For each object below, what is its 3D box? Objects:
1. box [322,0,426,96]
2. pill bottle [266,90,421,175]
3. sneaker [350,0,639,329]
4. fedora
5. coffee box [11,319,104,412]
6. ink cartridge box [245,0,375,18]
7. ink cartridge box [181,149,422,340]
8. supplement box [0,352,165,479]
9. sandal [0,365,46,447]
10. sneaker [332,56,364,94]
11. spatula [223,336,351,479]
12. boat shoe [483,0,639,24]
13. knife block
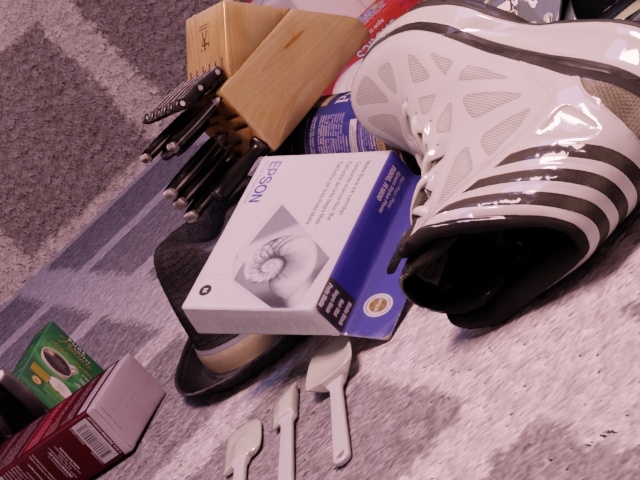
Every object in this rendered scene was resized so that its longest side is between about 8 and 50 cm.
[{"bbox_3d":[0.082,-0.259,2.085,0.257,0.123,0.128,-45,14,-14],"label":"box"},{"bbox_3d":[0.045,-0.112,1.643,0.219,0.123,0.123,-4,37,44],"label":"pill bottle"},{"bbox_3d":[0.107,-0.071,1.256,0.257,0.169,0.447,-47,26,-18],"label":"sneaker"},{"bbox_3d":[-0.092,0.027,1.632,0.334,0.152,0.334,-40,14,12],"label":"fedora"},{"bbox_3d":[-0.362,0.194,1.957,0.040,0.113,0.184,-41,15,18],"label":"coffee box"},{"bbox_3d":[-0.001,-0.320,2.290,0.131,0.226,0.306,-47,14,-18],"label":"ink cartridge box"},{"bbox_3d":[0.000,0.000,1.427,0.224,0.045,0.223,-1,47,31],"label":"ink cartridge box"},{"bbox_3d":[-0.307,0.247,1.717,0.239,0.073,0.130,-34,14,26],"label":"supplement box"},{"bbox_3d":[-0.411,0.248,1.858,0.054,0.097,0.254,-48,-13,-36],"label":"sandal"},{"bbox_3d":[0.080,-0.153,1.839,0.123,0.106,0.290,-29,30,33],"label":"sneaker"},{"bbox_3d":[-0.029,0.176,1.284,0.168,0.019,0.242,-39,14,10],"label":"spatula"},{"bbox_3d":[0.264,-0.244,1.562,0.319,0.116,0.099,-33,12,14],"label":"boat shoe"},{"bbox_3d":[-0.070,-0.141,1.623,0.275,0.242,0.088,1,-8,-36],"label":"knife block"}]
